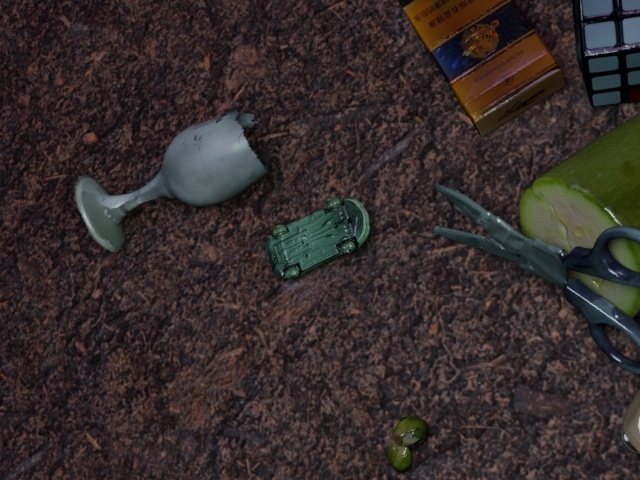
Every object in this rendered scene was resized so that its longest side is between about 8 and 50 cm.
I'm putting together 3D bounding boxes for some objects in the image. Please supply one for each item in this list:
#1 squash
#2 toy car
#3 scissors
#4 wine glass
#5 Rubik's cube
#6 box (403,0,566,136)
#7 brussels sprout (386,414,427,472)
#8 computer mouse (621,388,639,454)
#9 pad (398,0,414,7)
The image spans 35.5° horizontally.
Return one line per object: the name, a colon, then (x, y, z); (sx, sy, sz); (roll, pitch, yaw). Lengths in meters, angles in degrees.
squash: (0.477, -0.072, 1.403); (0.309, 0.210, 0.234); (-31, 64, -21)
toy car: (0.000, 0.000, 1.555); (0.186, 0.058, 0.093); (-26, 69, 25)
scissors: (0.303, 0.028, 1.388); (0.383, 0.256, 0.029); (27, 55, 37)
wine glass: (-0.236, -0.099, 1.622); (0.321, 0.143, 0.143); (-21, 70, 13)
Rubik's cube: (0.445, -0.300, 1.410); (0.163, 0.162, 0.161); (-5, 70, 17)
box: (0.250, -0.299, 1.537); (0.152, 0.070, 0.237); (-32, 70, 9)
brussels sprout: (0.123, 0.294, 1.441); (0.046, 0.051, 0.083); (13, 78, 61)
computer mouse: (0.505, 0.207, 1.308); (0.145, 0.082, 0.236); (38, 93, 23)
pad: (0.162, -0.467, 1.646); (0.112, 0.003, 0.157); (-21, 70, 14)
